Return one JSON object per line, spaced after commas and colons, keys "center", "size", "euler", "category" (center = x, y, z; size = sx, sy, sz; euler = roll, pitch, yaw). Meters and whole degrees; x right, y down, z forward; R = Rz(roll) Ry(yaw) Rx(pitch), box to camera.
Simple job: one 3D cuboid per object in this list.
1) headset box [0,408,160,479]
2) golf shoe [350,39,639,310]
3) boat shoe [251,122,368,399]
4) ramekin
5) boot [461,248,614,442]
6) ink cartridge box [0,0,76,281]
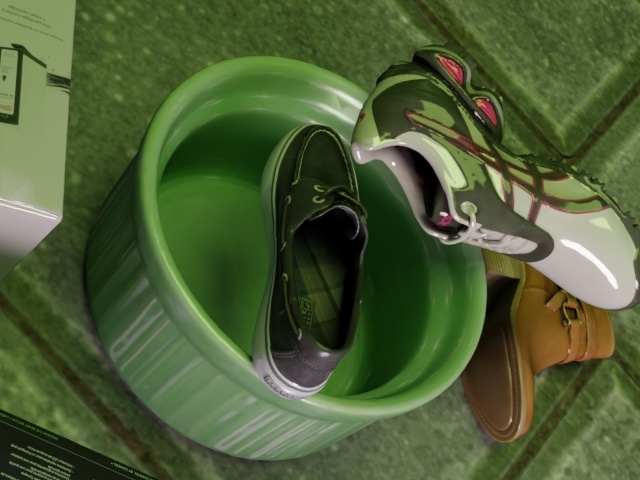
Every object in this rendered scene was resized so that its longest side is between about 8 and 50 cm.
{"center": [-0.248, 0.244, 0.962], "size": [0.246, 0.131, 0.283], "euler": [27, 50, -21], "category": "headset box"}
{"center": [0.137, -0.025, 1.243], "size": [0.273, 0.105, 0.120], "euler": [42, 56, -4], "category": "golf shoe"}
{"center": [0.000, 0.000, 1.127], "size": [0.080, 0.076, 0.229], "euler": [26, 50, -20], "category": "boat shoe"}
{"center": [-0.034, 0.022, 1.246], "size": [0.303, 0.148, 0.303], "euler": [18, 53, -26], "category": "ramekin"}
{"center": [0.202, 0.094, 1.429], "size": [0.152, 0.073, 0.197], "euler": [15, 57, -33], "category": "boot"}
{"center": [-0.248, -0.077, 1.155], "size": [0.085, 0.148, 0.203], "euler": [17, 55, -29], "category": "ink cartridge box"}
